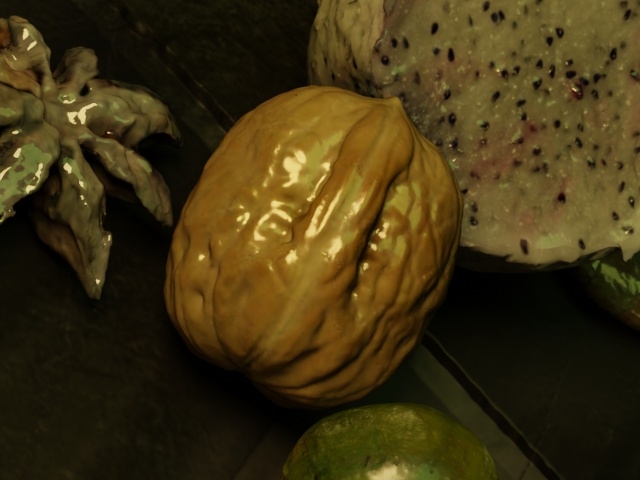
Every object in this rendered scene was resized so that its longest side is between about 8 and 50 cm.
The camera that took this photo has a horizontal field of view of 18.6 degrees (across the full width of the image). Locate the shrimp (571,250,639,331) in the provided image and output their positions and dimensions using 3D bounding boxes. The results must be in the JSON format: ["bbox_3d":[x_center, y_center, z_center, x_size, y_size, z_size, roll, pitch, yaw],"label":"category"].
[{"bbox_3d":[0.257,0.029,1.422,0.223,0.047,0.126,27,38,-27],"label":"shrimp"}]

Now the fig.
[{"bbox_3d":[0.043,0.132,1.097,0.123,0.123,0.156,42,31,-15],"label":"fig"}]

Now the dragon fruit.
[{"bbox_3d":[0.091,-0.112,1.252,0.221,0.204,0.283,-29,109,-23],"label":"dragon fruit"}]

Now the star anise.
[{"bbox_3d":[-0.152,-0.054,1.072,0.205,0.061,0.180,24,50,-32],"label":"star anise"}]

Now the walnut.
[{"bbox_3d":[0.000,0.000,1.096,0.155,0.155,0.184,30,81,-26],"label":"walnut"}]
